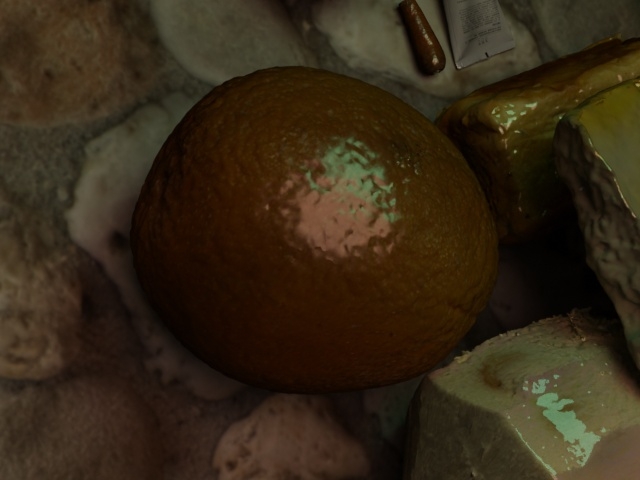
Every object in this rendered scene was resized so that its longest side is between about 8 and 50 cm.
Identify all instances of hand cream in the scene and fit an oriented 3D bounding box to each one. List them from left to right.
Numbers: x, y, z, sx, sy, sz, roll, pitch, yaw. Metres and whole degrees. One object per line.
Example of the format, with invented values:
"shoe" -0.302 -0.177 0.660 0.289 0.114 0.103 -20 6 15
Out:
"hand cream" 0.171 -0.278 1.802 0.084 0.053 0.142 -23 104 -21

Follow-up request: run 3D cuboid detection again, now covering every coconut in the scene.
"coconut" 0.223 0.229 1.593 0.309 0.297 0.297 -21 88 -27

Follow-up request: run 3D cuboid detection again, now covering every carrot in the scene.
"carrot" 0.116 -0.232 1.778 0.032 0.032 0.093 -20 82 -22

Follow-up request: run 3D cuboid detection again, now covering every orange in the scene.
"orange" 0.000 0.000 1.547 0.357 0.322 0.322 24 73 -19

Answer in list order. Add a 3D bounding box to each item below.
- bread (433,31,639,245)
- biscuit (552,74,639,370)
"bread" 0.296 -0.117 1.758 0.344 0.149 0.195 -19 102 -22
"biscuit" 0.412 0.016 1.604 0.446 0.104 0.429 -34 92 -49
